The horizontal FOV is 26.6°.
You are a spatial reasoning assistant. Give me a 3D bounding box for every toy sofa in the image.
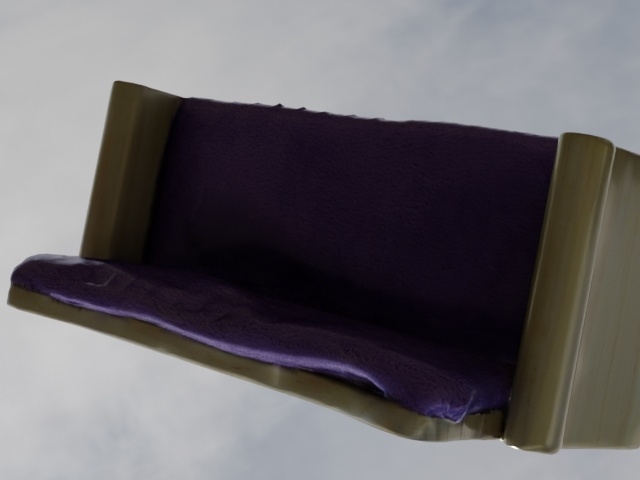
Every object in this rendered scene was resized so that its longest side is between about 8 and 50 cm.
[{"bbox_3d":[0.000,0.000,0.742,0.362,0.177,0.150,12,-90,43],"label":"toy sofa"}]
